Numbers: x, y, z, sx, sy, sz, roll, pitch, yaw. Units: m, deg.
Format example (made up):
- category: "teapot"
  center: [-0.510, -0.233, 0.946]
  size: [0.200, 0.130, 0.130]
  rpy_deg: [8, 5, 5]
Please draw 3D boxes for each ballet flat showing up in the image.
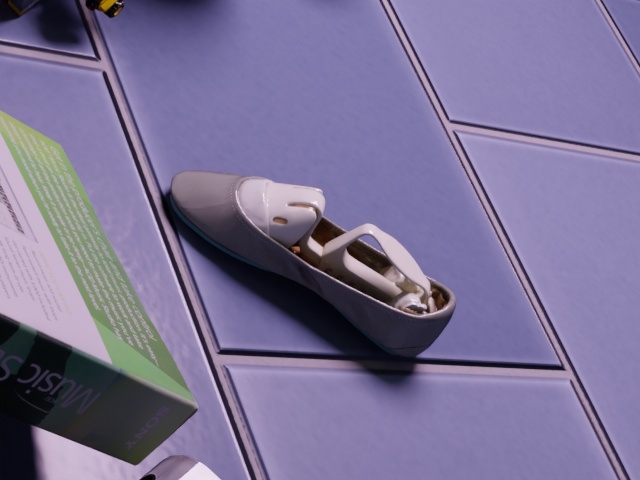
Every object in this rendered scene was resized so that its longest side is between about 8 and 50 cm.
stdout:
- category: "ballet flat"
  center: [0.000, 0.000, 1.139]
  size: [0.213, 0.068, 0.072]
  rpy_deg: [34, 36, -11]

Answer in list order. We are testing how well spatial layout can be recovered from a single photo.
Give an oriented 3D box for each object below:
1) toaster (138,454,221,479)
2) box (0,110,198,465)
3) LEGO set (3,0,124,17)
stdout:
- category: "toaster"
  center: [-0.080, 0.217, 0.801]
  size: [0.186, 0.110, 0.168]
  rpy_deg: [45, 36, 5]
- category: "box"
  center: [-0.219, -0.024, 0.849]
  size: [0.322, 0.058, 0.232]
  rpy_deg: [30, 20, -47]
- category: "LEGO set"
  center: [-0.211, -0.319, 1.106]
  size: [0.255, 0.192, 0.331]
  rpy_deg: [-37, 88, -21]
